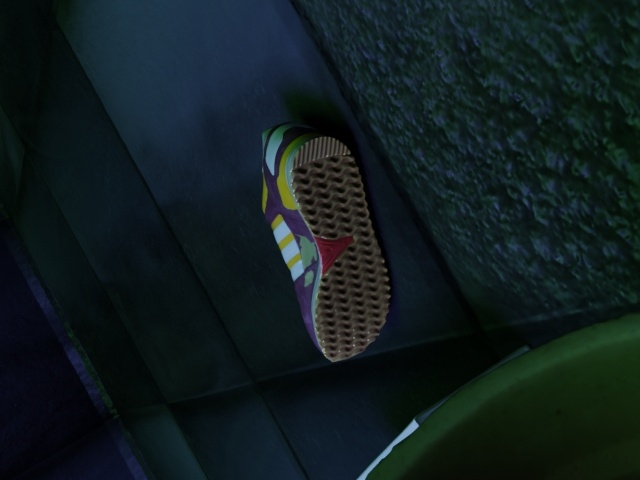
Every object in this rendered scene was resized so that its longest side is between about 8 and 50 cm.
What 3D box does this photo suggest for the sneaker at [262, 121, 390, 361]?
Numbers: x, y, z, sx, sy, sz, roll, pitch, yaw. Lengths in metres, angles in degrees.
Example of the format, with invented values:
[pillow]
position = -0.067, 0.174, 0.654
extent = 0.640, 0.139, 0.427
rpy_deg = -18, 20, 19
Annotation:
[sneaker]
position = 0.000, 0.000, 0.663
extent = 0.084, 0.069, 0.186
rpy_deg = 37, 140, 57

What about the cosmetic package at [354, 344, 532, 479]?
[cosmetic package]
position = 0.082, 0.160, 0.624
extent = 0.060, 0.098, 0.239
rpy_deg = 53, 153, 17

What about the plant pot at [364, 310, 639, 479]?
[plant pot]
position = 0.179, 0.244, 0.328
extent = 0.333, 0.333, 0.306
rpy_deg = 34, 156, 44
